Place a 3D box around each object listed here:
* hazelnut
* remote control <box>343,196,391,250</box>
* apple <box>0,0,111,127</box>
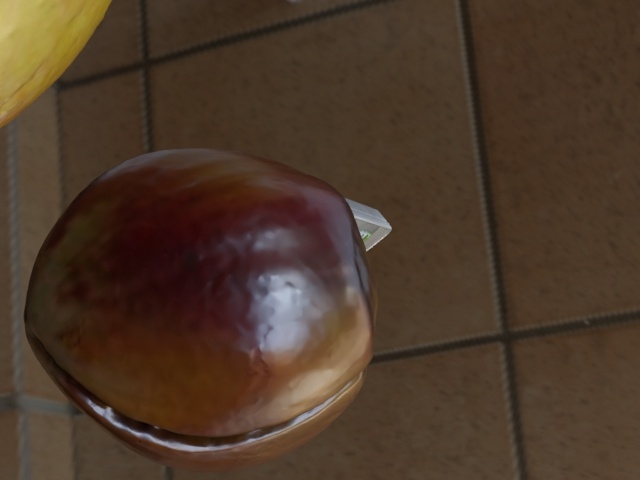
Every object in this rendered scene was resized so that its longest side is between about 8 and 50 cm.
[{"bbox_3d":[-0.074,0.042,0.826,0.208,0.208,0.208,-6,75,24],"label":"hazelnut"},{"bbox_3d":[0.000,0.000,1.404,0.103,0.250,0.034,-39,77,9],"label":"remote control"},{"bbox_3d":[-0.218,-0.156,0.596,0.286,0.286,0.233,61,143,24],"label":"apple"}]
